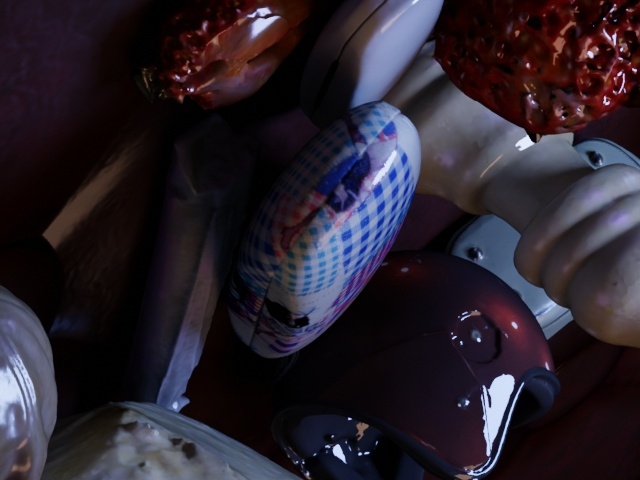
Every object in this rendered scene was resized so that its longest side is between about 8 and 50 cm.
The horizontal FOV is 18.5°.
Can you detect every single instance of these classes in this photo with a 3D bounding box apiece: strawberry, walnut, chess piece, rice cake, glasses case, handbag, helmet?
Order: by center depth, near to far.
[{"bbox_3d":[-0.211,0.093,1.065,0.140,0.140,0.162,-11,149,-50],"label":"walnut"},{"bbox_3d":[-0.038,-0.116,1.101,0.152,0.048,0.104,-27,154,-27],"label":"strawberry"},{"bbox_3d":[0.029,-0.114,1.153,0.074,0.049,0.193,-44,175,-14],"label":"glasses case"},{"bbox_3d":[0.156,-0.167,1.177,0.187,0.184,0.201,-7,125,1],"label":"strawberry"},{"bbox_3d":[0.000,0.000,1.225,0.125,0.076,0.327,-52,176,-13],"label":"glasses case"},{"bbox_3d":[-0.088,0.027,1.248,0.055,0.049,0.270,-53,167,-42],"label":"rice cake"},{"bbox_3d":[0.175,-0.005,1.287,0.124,0.307,0.139,-49,156,8],"label":"chess piece"},{"bbox_3d":[0.066,0.104,1.428,0.216,0.193,0.189,-4,161,-23],"label":"helmet"},{"bbox_3d":[0.169,0.046,1.670,0.241,0.109,0.315,-35,167,-17],"label":"handbag"}]

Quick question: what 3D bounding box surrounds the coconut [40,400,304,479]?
[{"bbox_3d":[-0.118,0.265,1.206,0.360,0.346,0.346,-33,154,-4],"label":"coconut"}]
